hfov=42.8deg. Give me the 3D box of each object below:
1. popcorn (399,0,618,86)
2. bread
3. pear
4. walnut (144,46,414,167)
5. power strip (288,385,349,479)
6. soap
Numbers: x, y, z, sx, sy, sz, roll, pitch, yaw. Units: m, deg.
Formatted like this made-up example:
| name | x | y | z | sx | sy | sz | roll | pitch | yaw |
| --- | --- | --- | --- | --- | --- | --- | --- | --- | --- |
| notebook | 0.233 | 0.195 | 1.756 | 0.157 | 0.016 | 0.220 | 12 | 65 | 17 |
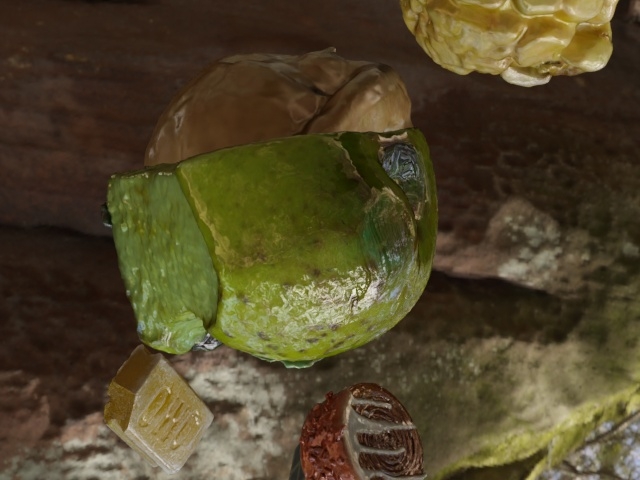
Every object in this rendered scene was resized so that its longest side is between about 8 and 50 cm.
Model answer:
| name | x | y | z | sx | sy | sz | roll | pitch | yaw |
| --- | --- | --- | --- | --- | --- | --- | --- | --- | --- |
| popcorn | 0.317 | -0.448 | 1.380 | 0.390 | 0.344 | 0.354 | 19 | -179 | 26 |
| bread | 0.050 | 0.245 | 0.942 | 0.073 | 0.160 | 0.160 | -28 | -161 | 35 |
| pear | 0.000 | 0.000 | 0.597 | 0.238 | 0.164 | 0.255 | -12 | -175 | -33 |
| walnut | -0.030 | -0.049 | 0.957 | 0.384 | 0.383 | 0.383 | -2 | -146 | 1 |
| power strip | 0.006 | 0.351 | 1.370 | 0.046 | 0.270 | 0.118 | 24 | -136 | -7 |
| soap | -0.289 | 0.303 | 1.444 | 0.073 | 0.232 | 0.140 | 16 | -121 | 31 |
